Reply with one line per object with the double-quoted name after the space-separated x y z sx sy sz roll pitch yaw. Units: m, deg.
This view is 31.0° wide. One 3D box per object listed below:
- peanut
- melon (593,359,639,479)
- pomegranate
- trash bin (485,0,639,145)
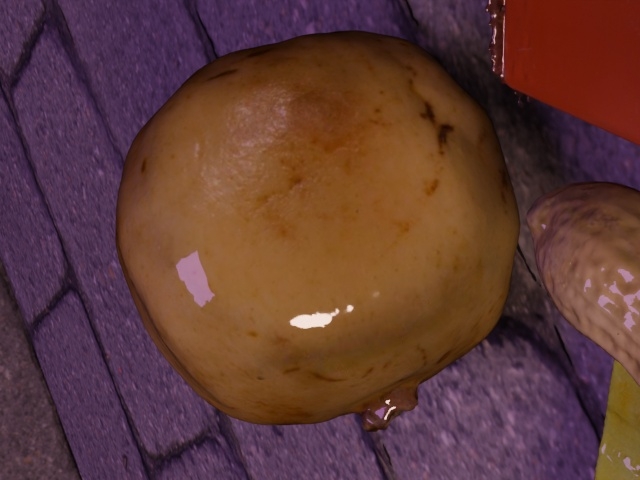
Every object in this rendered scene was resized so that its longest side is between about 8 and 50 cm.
0.199 0.036 0.656 0.214 0.099 0.090 47 151 36 "peanut"
0.252 0.147 0.804 0.196 0.124 0.323 47 143 39 "melon"
0.000 0.000 0.931 0.333 0.333 0.332 30 127 48 "pomegranate"
0.224 -0.119 0.710 0.239 0.161 0.184 29 127 58 "trash bin"
